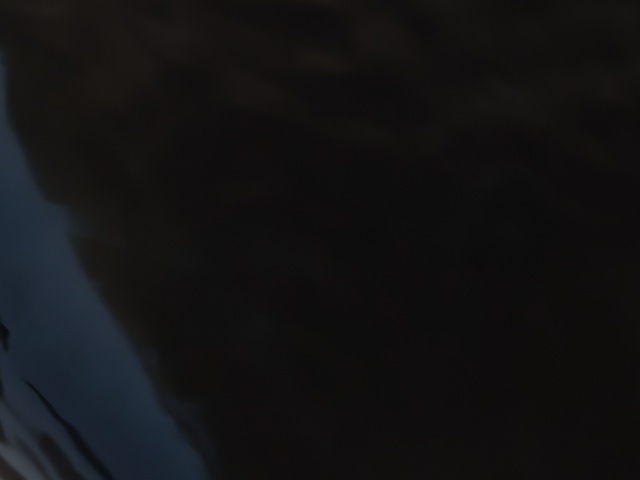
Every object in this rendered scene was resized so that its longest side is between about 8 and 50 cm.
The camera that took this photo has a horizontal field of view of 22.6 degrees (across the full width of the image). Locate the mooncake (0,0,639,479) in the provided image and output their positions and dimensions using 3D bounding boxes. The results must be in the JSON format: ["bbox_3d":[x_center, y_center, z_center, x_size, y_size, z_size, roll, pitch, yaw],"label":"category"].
[{"bbox_3d":[0.000,0.000,0.440,0.283,0.283,0.141,8,157,-32],"label":"mooncake"}]
